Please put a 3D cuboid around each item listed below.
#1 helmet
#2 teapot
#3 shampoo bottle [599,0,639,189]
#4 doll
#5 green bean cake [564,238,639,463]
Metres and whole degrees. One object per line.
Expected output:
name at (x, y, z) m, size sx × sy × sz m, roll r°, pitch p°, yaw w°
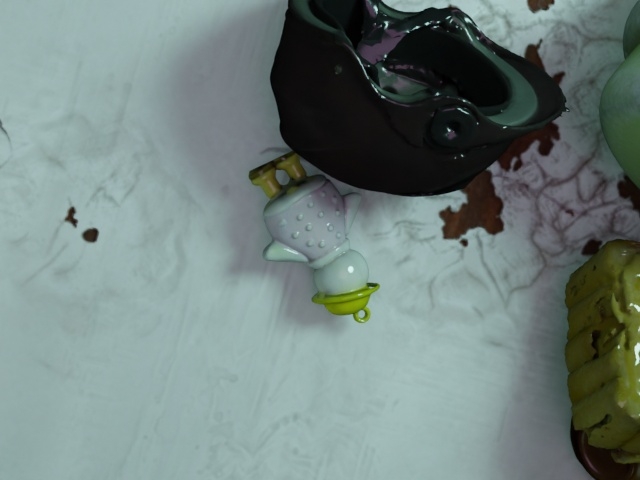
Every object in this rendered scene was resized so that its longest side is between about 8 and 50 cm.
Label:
helmet at (0.083, -0.137, 1.432) m, size 0.305 × 0.225 × 0.177 m, roll 25°, pitch 119°, yaw -6°
teapot at (0.337, 0.225, 1.552) m, size 0.098 × 0.078 × 0.129 m, roll -18°, pitch 97°, yaw 38°
shampoo bottle at (0.470, -0.166, 1.413) m, size 0.322 × 0.322 × 0.317 m, roll 42°, pitch 78°, yaw -7°
doll at (0.000, 0.000, 1.493) m, size 0.129 × 0.081 × 0.207 m, roll -32°, pitch 100°, yaw -16°
green bean cake at (0.388, 0.119, 1.478) m, size 0.230 × 0.131 × 0.224 m, roll 5°, pitch 64°, yaw -13°
